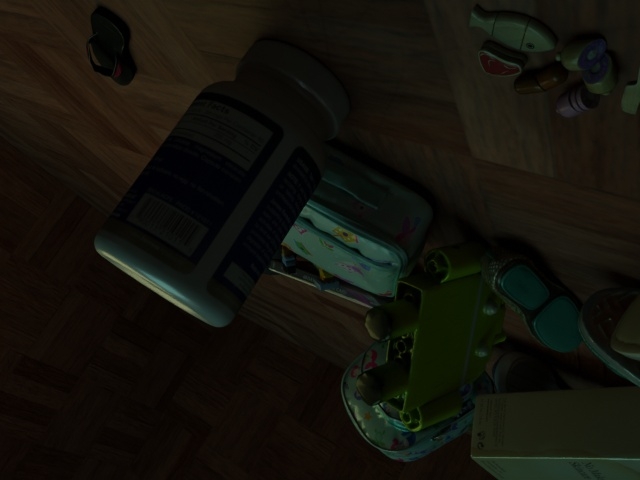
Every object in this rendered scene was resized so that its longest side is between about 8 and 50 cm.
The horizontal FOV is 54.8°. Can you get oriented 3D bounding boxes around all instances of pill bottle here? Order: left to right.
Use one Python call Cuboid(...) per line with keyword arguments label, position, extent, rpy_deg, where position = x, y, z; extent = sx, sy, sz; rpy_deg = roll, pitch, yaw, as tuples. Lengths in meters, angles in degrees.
Cuboid(label="pill bottle", position=(-0.088, -0.061, 0.621), extent=(0.153, 0.265, 0.153), rpy_deg=(30, 165, 9))

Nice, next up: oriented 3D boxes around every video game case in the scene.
Cuboid(label="video game case", position=(0.070, 0.079, 1.086), extent=(0.274, 0.026, 0.196), rpy_deg=(18, -172, 42))

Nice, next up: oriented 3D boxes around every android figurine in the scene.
Cuboid(label="android figurine", position=(0.162, 0.120, 0.798), extent=(0.272, 0.248, 0.056), rpy_deg=(-6, -160, -41))

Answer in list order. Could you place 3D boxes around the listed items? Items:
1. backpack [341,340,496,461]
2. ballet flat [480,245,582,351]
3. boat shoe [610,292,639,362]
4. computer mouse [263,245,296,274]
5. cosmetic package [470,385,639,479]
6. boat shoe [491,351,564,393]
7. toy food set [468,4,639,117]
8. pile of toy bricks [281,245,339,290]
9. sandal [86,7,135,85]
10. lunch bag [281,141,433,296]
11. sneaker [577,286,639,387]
Cuboid(label="backpack", position=(0.168, 0.271, 1.136), extent=(0.225, 0.253, 0.191), rpy_deg=(58, -173, 34))
Cuboid(label="ballet flat", position=(0.266, 0.068, 0.776), extent=(0.206, 0.073, 0.067), rpy_deg=(44, -172, -34))
Cuboid(label="boat shoe", position=(0.336, 0.051, 0.456), extent=(0.096, 0.117, 0.324), rpy_deg=(32, 160, 6))
Cuboid(label="computer mouse", position=(-0.147, 0.029, 1.293), extent=(0.184, 0.060, 0.262), rpy_deg=(-1, 162, 2))
Cuboid(label="cosmetic package", position=(0.408, 0.309, 0.950), extent=(0.309, 0.113, 0.160), rpy_deg=(-15, 136, 39))
Cuboid(label="boat shoe", position=(0.387, 0.286, 1.152), extent=(0.302, 0.109, 0.094), rpy_deg=(39, 167, -38))
Cuboid(label="toy food set", position=(0.159, -0.116, 0.429), extent=(0.122, 0.019, 0.078), rpy_deg=(24, 164, 24))
Cuboid(label="pile of toy bricks", position=(0.000, 0.000, 1.004), extent=(0.118, 0.105, 0.212), rpy_deg=(-10, -164, -16))
Cuboid(label="sandal", position=(-0.289, -0.251, 0.833), extent=(0.067, 0.040, 0.179), rpy_deg=(33, 165, -8))
Cuboid(label="lunch bag", position=(0.003, -0.042, 0.813), extent=(0.279, 0.108, 0.224), rpy_deg=(28, 166, 11))
Cuboid(label="sneaker", position=(0.409, 0.152, 0.649), extent=(0.302, 0.108, 0.121), rpy_deg=(26, 161, 14))
